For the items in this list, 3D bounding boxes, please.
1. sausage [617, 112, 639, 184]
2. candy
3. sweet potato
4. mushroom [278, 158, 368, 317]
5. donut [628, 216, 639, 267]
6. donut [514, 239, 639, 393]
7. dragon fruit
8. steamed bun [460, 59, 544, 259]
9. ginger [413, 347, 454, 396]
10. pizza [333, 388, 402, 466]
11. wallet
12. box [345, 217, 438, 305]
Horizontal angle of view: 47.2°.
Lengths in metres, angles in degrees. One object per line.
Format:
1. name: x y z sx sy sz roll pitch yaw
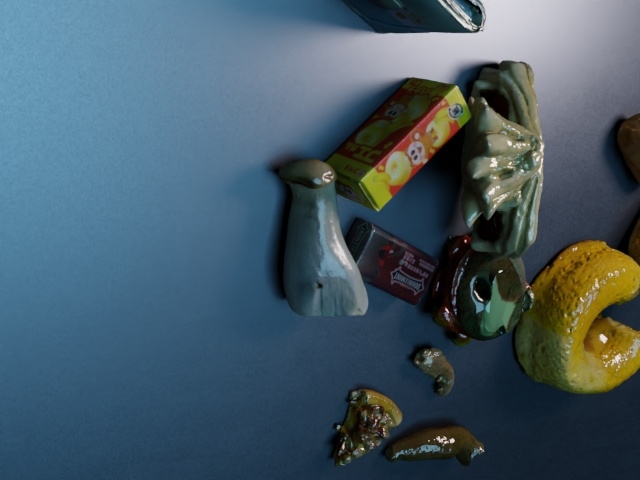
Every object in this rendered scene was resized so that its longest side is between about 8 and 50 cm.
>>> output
1. sausage: 0.852 -0.225 1.881 0.120 0.136 0.241 -53 131 -14
2. candy: 0.146 -0.191 1.415 0.276 0.146 0.088 -46 126 -13
3. sweet potato: 0.289 0.513 1.806 0.285 0.085 0.112 2 111 -33
4. mushroom: 0.000 0.000 1.403 0.159 0.122 0.329 -13 112 -21
5. donut: 0.962 0.005 1.941 0.150 0.317 0.299 31 131 -24
6. donut: 0.703 0.240 1.930 0.377 0.163 0.435 -36 123 -17
7. dragon fruit: 0.375 0.118 1.697 0.268 0.130 0.296 -8 111 -37
8. steamed bun: 0.357 -0.163 1.495 0.189 0.247 0.429 0 96 -13
9. ginger: 0.279 0.309 1.746 0.069 0.051 0.173 -44 123 -8
10. pizza: 0.095 0.435 1.658 0.154 0.069 0.194 39 83 -38
11. wallet: 0.148 -0.417 1.264 0.176 0.250 0.075 31 85 -36
12. box: 0.143 0.048 1.549 0.224 0.069 0.120 28 91 -39
